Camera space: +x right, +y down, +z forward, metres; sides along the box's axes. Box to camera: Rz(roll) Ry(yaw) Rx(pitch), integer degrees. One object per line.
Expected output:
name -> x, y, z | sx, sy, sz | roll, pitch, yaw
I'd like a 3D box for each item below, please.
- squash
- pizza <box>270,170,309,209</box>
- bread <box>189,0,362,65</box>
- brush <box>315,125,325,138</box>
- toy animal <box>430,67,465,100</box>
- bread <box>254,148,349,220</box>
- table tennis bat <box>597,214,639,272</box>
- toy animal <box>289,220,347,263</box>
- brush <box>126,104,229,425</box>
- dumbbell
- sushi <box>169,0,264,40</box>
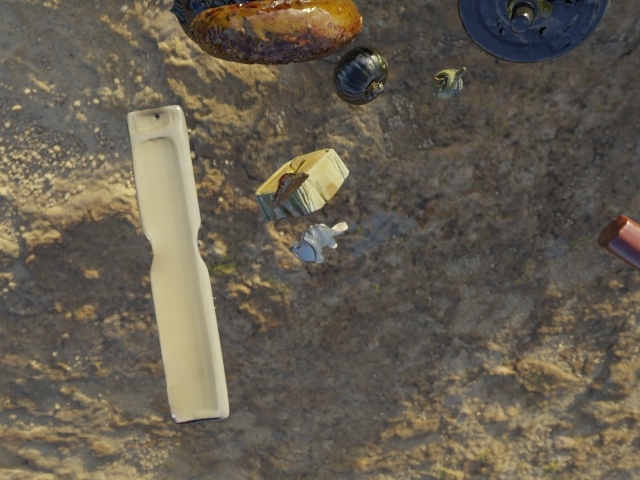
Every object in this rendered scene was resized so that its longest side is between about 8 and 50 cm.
squash -> 0.123, -0.506, 1.541 | 0.193, 0.193, 0.155 | -34, 94, 13
pizza -> -0.061, -0.117, 1.021 | 0.029, 0.099, 0.100 | 44, 139, 7
bread -> -0.047, -0.236, 0.560 | 0.193, 0.193, 0.063 | -8, 116, -7
brush -> 0.000, -0.263, 1.216 | 0.008, 0.083, 0.024 | 25, 121, 1
toy animal -> 0.413, -0.495, 1.560 | 0.098, 0.098, 0.137 | 31, 143, -31
bread -> -0.048, -0.139, 1.296 | 0.192, 0.210, 0.109 | -8, 122, 39
table tennis bat -> 0.558, 0.100, 0.654 | 0.415, 0.268, 0.051 | 33, 82, 4
toy animal -> -0.005, -0.004, 1.138 | 0.085, 0.124, 0.071 | 33, 131, 5
brush -> -0.143, 0.025, 0.517 | 0.060, 0.050, 0.320 | -9, 91, 2
dumbbell -> 0.310, -0.398, 0.681 | 0.185, 0.388, 0.185 | 20, 147, 13
sushi -> -0.123, -0.352, 0.733 | 0.124, 0.225, 0.127 | 49, 65, -34
